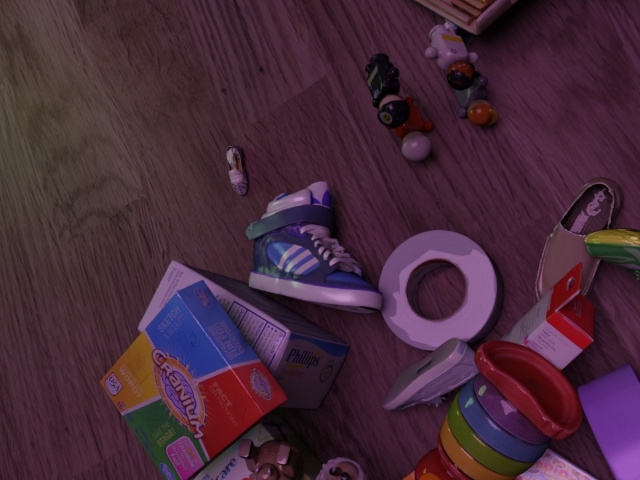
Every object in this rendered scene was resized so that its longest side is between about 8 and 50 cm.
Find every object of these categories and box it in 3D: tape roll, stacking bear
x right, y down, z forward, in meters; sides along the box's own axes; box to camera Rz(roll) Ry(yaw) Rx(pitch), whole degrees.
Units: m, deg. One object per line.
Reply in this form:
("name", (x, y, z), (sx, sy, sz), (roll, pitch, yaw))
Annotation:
("tape roll", (0.219, 0.094, 1.490), (0.219, 0.072, 0.219), (-5, 76, 22))
("stacking bear", (0.249, 0.310, 1.258), (0.175, 0.164, 0.289), (44, 117, 22))
("tape roll", (0.483, 0.324, 1.202), (0.090, 0.275, 0.275), (-29, 68, 15))

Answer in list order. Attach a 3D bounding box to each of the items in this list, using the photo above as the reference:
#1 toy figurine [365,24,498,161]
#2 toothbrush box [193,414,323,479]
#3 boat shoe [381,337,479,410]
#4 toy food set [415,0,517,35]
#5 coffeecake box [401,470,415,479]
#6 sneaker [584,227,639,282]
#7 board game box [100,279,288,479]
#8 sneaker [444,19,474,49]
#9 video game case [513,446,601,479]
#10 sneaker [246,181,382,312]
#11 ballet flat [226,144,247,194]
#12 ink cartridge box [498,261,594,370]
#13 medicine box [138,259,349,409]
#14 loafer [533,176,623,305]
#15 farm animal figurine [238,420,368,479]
("toy figurine", (0.204, -0.264, 1.503), (0.209, 0.213, 0.148), (-23, 58, 13))
("toothbrush box", (-0.078, 0.490, 1.506), (0.283, 0.122, 0.206), (43, 97, 27))
("boat shoe", (0.196, 0.254, 1.437), (0.081, 0.079, 0.227), (39, 131, -7))
("toy food set", (0.286, -0.529, 1.541), (0.219, 0.092, 0.306), (-42, 46, 0))
("coffeecake box", (0.226, 0.434, 1.379), (0.185, 0.068, 0.142), (-39, 65, 11))
("sneaker", (0.556, 0.065, 1.293), (0.295, 0.109, 0.124), (22, 99, 8))
("board game box", (-0.224, 0.250, 1.381), (0.242, 0.064, 0.316), (52, 129, 10))
("sneaker", (0.268, -0.434, 1.600), (0.083, 0.071, 0.191), (31, 83, 33))
("video game case", (0.336, 0.440, 1.381), (0.227, 0.026, 0.206), (30, 91, 27))
("sneaker", (0.000, 0.000, 1.556), (0.322, 0.130, 0.236), (8, 82, 43))
("ballet flat", (-0.183, -0.152, 1.748), (0.041, 0.041, 0.114), (-17, 72, 20))
("ink cartridge box", (0.368, 0.155, 1.328), (0.078, 0.134, 0.231), (39, 117, 2))
("medicine box", (-0.137, 0.180, 1.524), (0.289, 0.263, 0.149), (29, 91, 27))
("loafer", (0.433, 0.008, 1.401), (0.102, 0.092, 0.269), (20, 87, 27))
("farm animal figurine", (-0.119, 0.471, 1.371), (0.330, 0.172, 0.327), (20, 69, 22))
